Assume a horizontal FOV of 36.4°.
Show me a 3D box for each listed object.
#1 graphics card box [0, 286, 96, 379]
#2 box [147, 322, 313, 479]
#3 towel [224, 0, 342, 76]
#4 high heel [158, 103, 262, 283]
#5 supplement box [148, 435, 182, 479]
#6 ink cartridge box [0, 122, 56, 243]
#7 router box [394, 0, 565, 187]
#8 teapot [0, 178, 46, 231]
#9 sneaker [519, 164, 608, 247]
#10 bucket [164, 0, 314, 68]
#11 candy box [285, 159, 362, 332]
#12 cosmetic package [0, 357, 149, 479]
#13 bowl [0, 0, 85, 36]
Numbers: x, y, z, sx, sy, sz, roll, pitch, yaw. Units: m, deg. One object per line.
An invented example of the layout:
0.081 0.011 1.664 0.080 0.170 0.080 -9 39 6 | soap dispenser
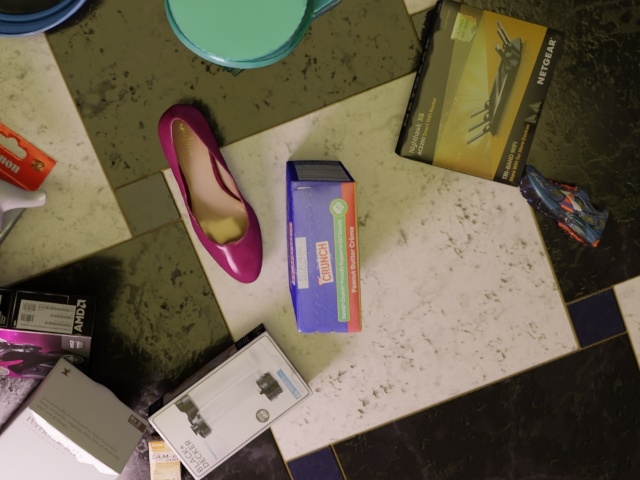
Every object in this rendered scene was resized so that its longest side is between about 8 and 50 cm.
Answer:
-0.611 0.172 1.817 0.371 0.233 0.094 6 58 -13 | graphics card box
-0.180 0.321 1.939 0.290 0.087 0.169 -35 101 -3 | box
-0.165 -0.529 1.814 0.271 0.040 0.370 -35 101 3 | towel
-0.208 -0.075 1.828 0.127 0.181 0.377 -26 101 2 | high heel
-0.319 0.452 2.002 0.062 0.036 0.098 -3 101 -3 | supplement box
-0.653 -0.107 1.865 0.189 0.066 0.232 36 102 -9 | ink cartridge box
0.301 -0.281 1.865 0.243 0.081 0.308 13 100 -5 | router box
-0.678 -0.036 1.766 0.256 0.187 0.252 21 80 19 | teapot
0.479 -0.081 1.925 0.221 0.083 0.087 39 84 -15 | sneaker
-0.144 -0.435 1.719 0.281 0.183 0.281 0 100 -3 | bucket
0.000 0.000 1.785 0.122 0.317 0.268 -2 102 -3 | candy box
-0.526 0.425 1.856 0.217 0.156 0.385 38 124 -9 | cosmetic package
-0.568 -0.563 1.733 0.391 0.077 0.391 0 112 1 | bowl
